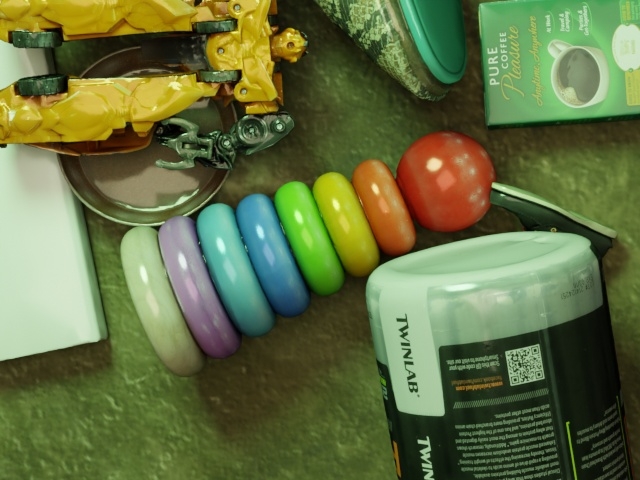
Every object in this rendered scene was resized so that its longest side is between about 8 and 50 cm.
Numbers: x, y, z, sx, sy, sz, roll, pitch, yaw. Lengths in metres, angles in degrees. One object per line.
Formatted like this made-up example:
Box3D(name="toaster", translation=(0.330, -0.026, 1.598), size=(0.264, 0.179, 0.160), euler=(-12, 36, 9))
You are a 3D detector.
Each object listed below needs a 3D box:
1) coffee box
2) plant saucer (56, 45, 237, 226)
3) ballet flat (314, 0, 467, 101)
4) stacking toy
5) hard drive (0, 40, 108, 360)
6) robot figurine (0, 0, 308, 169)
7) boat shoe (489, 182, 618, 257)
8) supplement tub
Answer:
Box3D(name="coffee box", translation=(0.234, -0.160, 1.118), size=(0.184, 0.040, 0.113), euler=(-5, 88, 7))
Box3D(name="plant saucer", translation=(-0.159, -0.095, 1.166), size=(0.168, 0.029, 0.168), euler=(0, 84, 1))
Box3D(name="ballet flat", translation=(0.021, -0.344, 1.109), size=(0.182, 0.164, 0.483), euler=(-8, 82, 29))
Box3D(name="stacking toy", translation=(0.000, 0.000, 1.111), size=(0.330, 0.141, 0.141), euler=(-21, 86, 1))
Box3D(name="hard drive", translation=(-0.328, -0.038, 1.191), size=(0.203, 0.040, 0.308), euler=(-12, 88, 7))
Box3D(name="robot figurine", translation=(-0.155, -0.165, 1.102), size=(0.291, 0.085, 0.211), euler=(-3, 103, 1))
Box3D(name="boat shoe", translation=(0.198, -0.014, 1.094), size=(0.133, 0.049, 0.042), euler=(23, 98, -26))
Box3D(name="supplement tub", translation=(0.154, 0.162, 1.034), size=(0.193, 0.193, 0.316), euler=(-9, 97, 7))
